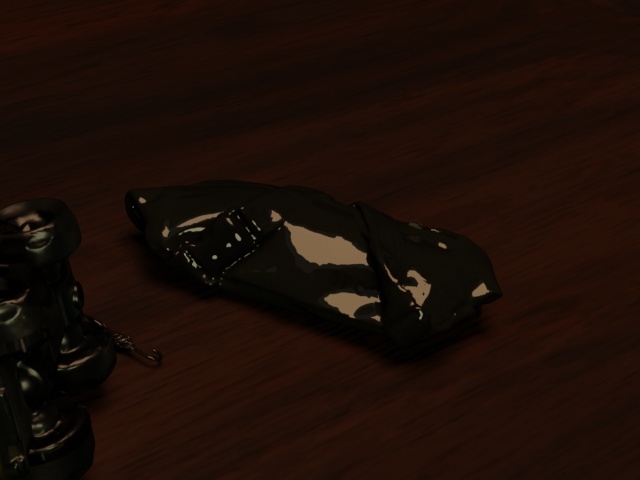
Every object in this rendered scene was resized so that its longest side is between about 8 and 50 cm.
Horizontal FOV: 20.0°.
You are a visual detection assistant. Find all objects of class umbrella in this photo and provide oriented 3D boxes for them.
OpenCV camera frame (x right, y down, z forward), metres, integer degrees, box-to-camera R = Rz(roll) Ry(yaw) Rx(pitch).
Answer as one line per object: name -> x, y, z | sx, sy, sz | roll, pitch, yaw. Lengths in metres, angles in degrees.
umbrella -> -0.174, 0.067, 1.410 | 0.122, 0.013, 0.022 | 25, 20, 21

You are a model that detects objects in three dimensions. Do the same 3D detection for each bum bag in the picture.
bum bag -> -0.009, 0.008, 1.502 | 0.326, 0.080, 0.142 | 14, 34, 7

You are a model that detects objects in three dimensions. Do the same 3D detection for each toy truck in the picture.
toy truck -> -0.242, 0.075, 1.266 | 0.165, 0.147, 0.224 | -9, 27, 7
